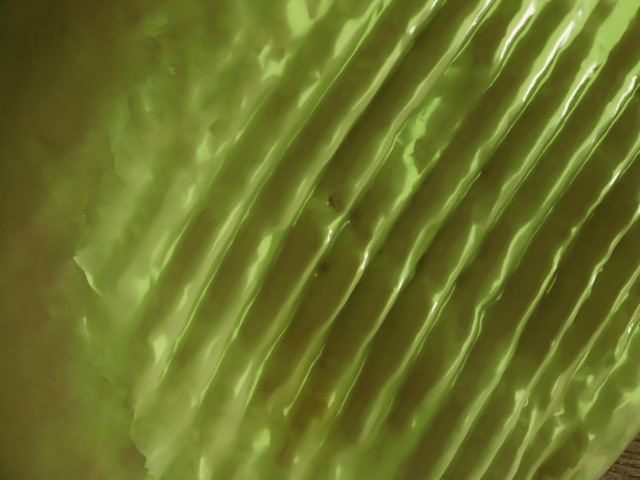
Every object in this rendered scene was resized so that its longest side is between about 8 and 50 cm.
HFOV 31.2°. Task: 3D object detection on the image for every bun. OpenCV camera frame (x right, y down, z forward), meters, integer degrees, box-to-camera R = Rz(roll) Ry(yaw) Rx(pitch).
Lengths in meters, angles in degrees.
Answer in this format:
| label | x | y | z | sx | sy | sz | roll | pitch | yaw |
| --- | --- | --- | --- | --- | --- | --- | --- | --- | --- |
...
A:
| label | x | y | z | sx | sy | sz | roll | pitch | yaw |
| --- | --- | --- | --- | --- | --- | --- | --- | --- | --- |
| bun | 0.010 | -0.021 | 0.471 | 0.213 | 0.361 | 0.360 | 25 | -65 | 59 |
